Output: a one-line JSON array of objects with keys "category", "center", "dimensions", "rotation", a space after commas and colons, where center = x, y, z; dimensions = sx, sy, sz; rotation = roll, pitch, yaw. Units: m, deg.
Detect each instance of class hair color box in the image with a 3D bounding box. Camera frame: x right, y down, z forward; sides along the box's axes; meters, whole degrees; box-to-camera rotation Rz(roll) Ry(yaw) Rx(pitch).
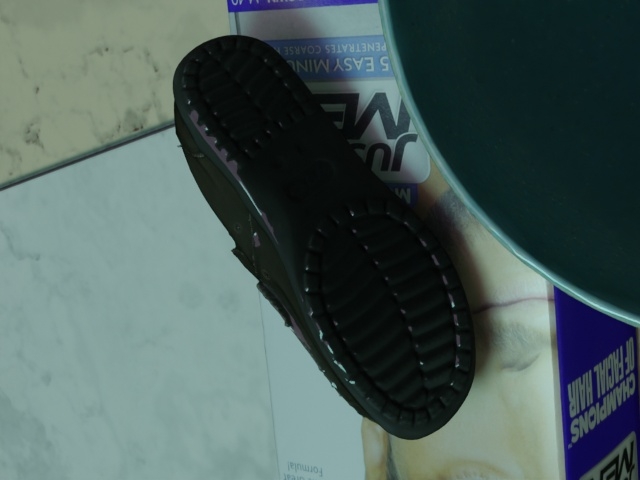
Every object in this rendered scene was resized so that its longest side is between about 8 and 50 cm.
[{"category": "hair color box", "center": [0.064, -0.004, 0.760], "dimensions": [0.185, 0.110, 0.338], "rotation": [2, 106, 34]}]

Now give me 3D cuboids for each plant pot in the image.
[{"category": "plant pot", "center": [0.194, -0.121, 0.568], "dimensions": [0.290, 0.195, 0.290], "rotation": [7, 105, 26]}]

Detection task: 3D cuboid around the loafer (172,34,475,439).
[{"category": "loafer", "center": [0.000, 0.000, 0.704], "dimensions": [0.220, 0.080, 0.078], "rotation": [59, 160, 5]}]
